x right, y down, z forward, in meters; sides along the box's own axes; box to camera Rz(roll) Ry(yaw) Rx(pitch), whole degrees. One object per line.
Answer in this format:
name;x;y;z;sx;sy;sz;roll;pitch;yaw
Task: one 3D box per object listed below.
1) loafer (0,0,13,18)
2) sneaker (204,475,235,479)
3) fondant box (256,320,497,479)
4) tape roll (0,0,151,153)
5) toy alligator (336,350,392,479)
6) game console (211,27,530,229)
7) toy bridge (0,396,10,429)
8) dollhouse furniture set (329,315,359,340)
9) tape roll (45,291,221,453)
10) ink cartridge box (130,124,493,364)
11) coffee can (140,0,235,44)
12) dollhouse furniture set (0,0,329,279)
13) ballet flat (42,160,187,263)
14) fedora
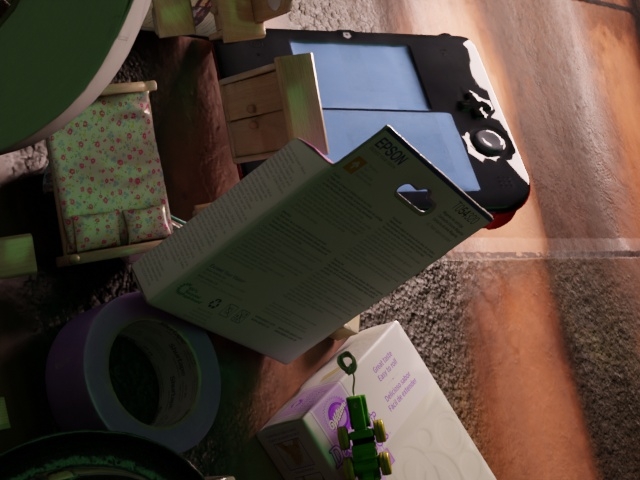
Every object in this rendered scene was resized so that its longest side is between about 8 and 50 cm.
loafer;-0.324;-0.322;1.290;0.134;0.130;0.366;-25;92;-46
sneaker;-0.175;0.344;1.481;0.222;0.083;0.118;-21;93;-37
fondant box;0.095;0.308;1.744;0.330;0.096;0.238;57;44;-9
tape roll;-0.341;-0.261;1.186;0.392;0.392;0.072;64;9;-3
toy alligator;0.050;0.230;1.631;0.051;0.056;0.189;64;16;-75
game console;0.064;-0.157;1.761;0.387;0.060;0.342;0;54;-18
toy bridge;-0.393;0.202;1.351;0.188;0.026;0.063;-5;80;-46
dollhouse furniture set;0.047;0.015;1.769;0.101;0.161;0.182;26;56;-35
tape roll;-0.209;0.157;1.514;0.189;0.080;0.189;19;61;-38
ink cartridge box;0.000;0.000;1.549;0.324;0.330;0.071;34;23;-58
coffee can;-0.209;-0.356;1.636;0.275;0.201;0.201;1;73;-45
dollhouse furniture set;-0.193;-0.135;1.465;0.356;0.174;0.303;-11;94;-27
ballet flat;-0.234;-0.023;1.579;0.221;0.077;0.079;34;70;-25
fedora;-0.217;0.339;1.314;0.334;0.152;0.334;3;84;-27
